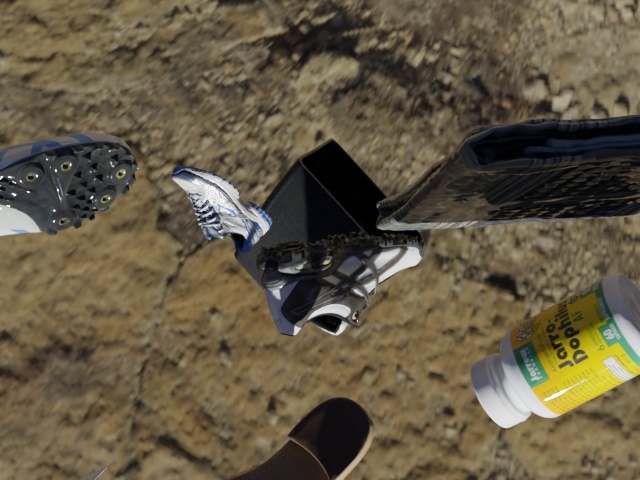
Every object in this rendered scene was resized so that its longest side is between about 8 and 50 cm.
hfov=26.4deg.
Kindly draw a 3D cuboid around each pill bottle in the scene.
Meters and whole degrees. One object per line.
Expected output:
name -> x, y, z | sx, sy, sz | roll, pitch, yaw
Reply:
pill bottle -> 0.284, 0.134, 1.582 | 0.208, 0.117, 0.117 | -32, 102, 24

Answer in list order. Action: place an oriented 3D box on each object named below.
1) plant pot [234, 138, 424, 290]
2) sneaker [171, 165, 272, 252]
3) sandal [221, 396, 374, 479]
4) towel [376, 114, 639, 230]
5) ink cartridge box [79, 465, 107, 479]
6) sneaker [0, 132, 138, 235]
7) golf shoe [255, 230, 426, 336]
plant pot -> 0.000, 0.000, 1.780 | 0.167, 0.188, 0.187 | -42, 90, 20
sneaker -> -0.110, -0.031, 1.457 | 0.135, 0.052, 0.058 | 37, 74, -33
sandal -> -0.043, 0.236, 1.226 | 0.240, 0.079, 0.088 | -41, 70, 1
towel -> 0.223, -0.063, 1.118 | 0.312, 0.324, 0.056 | -4, 83, -11
ink cartridge box -> -0.316, 0.337, 1.563 | 0.180, 0.104, 0.060 | -31, 94, 21
sneaker -> -0.256, -0.039, 1.016 | 0.237, 0.086, 0.085 | -17, 137, -5
golf shoe -> 0.022, 0.041, 1.311 | 0.077, 0.198, 0.094 | 2, 99, 52
